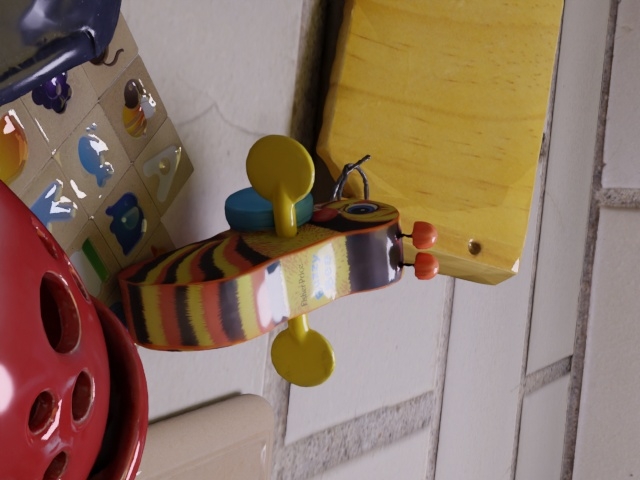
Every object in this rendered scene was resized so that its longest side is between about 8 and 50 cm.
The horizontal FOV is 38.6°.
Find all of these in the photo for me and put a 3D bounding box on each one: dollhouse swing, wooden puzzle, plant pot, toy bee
[{"bbox_3d":[0.107,-0.139,1.081,0.315,0.305,0.346,15,80,-21],"label":"dollhouse swing"},{"bbox_3d":[-0.111,0.262,0.760,0.221,0.044,0.238,-4,94,-62],"label":"wooden puzzle"},{"bbox_3d":[-0.180,0.069,0.395,0.174,0.191,0.191,62,42,-55],"label":"plant pot"},{"bbox_3d":[0.000,0.000,0.709,0.298,0.162,0.195,-50,133,-32],"label":"toy bee"}]

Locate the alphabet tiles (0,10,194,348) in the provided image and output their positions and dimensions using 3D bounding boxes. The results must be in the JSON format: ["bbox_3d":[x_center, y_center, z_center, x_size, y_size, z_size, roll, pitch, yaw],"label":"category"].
[{"bbox_3d":[-0.191,0.004,0.577,0.342,0.011,0.285,-62,145,-36],"label":"alphabet tiles"}]

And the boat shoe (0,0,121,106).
[{"bbox_3d":[-0.140,-0.210,0.517,0.340,0.127,0.158,-49,137,-35],"label":"boat shoe"}]
